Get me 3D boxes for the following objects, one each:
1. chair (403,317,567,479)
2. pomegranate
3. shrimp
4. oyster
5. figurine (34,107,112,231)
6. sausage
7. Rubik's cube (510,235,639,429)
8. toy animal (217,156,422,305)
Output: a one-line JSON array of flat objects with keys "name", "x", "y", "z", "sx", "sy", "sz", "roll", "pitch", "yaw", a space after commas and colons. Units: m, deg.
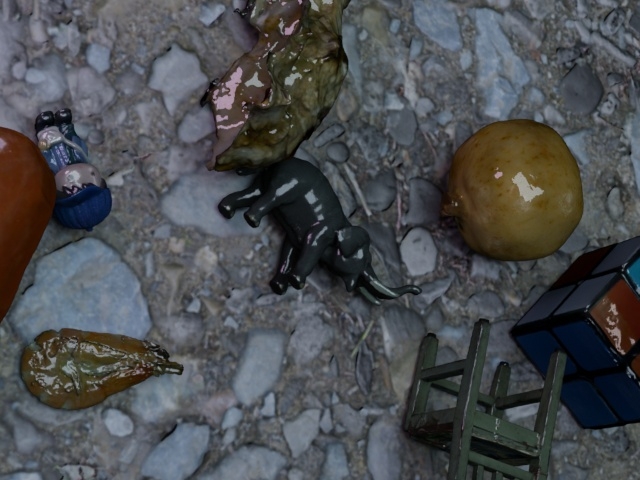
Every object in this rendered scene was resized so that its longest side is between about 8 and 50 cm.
[{"name": "chair", "x": 0.188, "y": 0.247, "z": 1.746, "sx": 0.136, "sy": 0.147, "sz": 0.271, "roll": 21, "pitch": 68, "yaw": -23}, {"name": "pomegranate", "x": 0.236, "y": -0.061, "z": 1.828, "sx": 0.196, "sy": 0.196, "sz": 0.196, "roll": 6, "pitch": 77, "yaw": -25}, {"name": "shrimp", "x": -0.243, "y": 0.141, "z": 1.620, "sx": 0.184, "sy": 0.043, "sz": 0.091, "roll": -3, "pitch": 88, "yaw": -20}, {"name": "oyster", "x": -0.046, "y": -0.215, "z": 1.728, "sx": 0.133, "sy": 0.197, "sz": 0.337, "roll": 39, "pitch": 47, "yaw": -27}, {"name": "figurine", "x": -0.286, "y": -0.075, "z": 1.635, "sx": 0.077, "sy": 0.079, "sz": 0.136, "roll": -13, "pitch": 61, "yaw": -33}, {"name": "sausage", "x": -0.379, "y": -0.002, "z": 1.514, "sx": 0.141, "sy": 0.153, "sz": 0.268, "roll": 37, "pitch": 63, "yaw": -28}, {"name": "Rubik's cube", "x": 0.388, "y": 0.118, "z": 1.862, "sx": 0.183, "sy": 0.167, "sz": 0.180, "roll": 50, "pitch": 62, "yaw": -10}, {"name": "toy animal", "x": -0.004, "y": 0.008, "z": 1.739, "sx": 0.269, "sy": 0.082, "sz": 0.137, "roll": 47, "pitch": 64, "yaw": -9}]
